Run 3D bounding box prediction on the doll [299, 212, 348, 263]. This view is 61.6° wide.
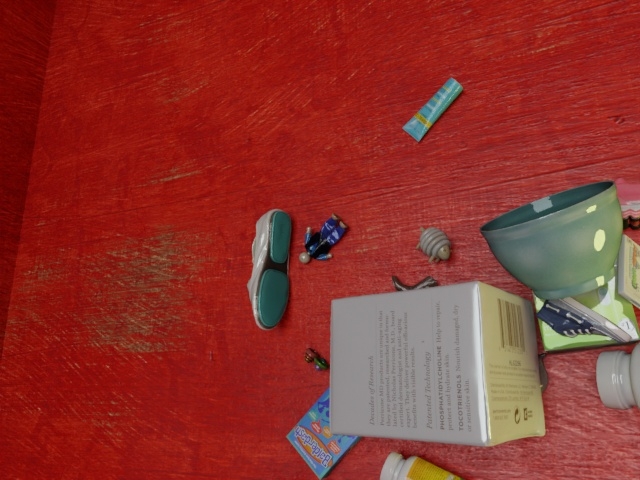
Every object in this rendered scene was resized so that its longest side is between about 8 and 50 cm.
[{"bbox_3d":[0.000,0.000,1.707,0.129,0.046,0.189,47,105,19],"label":"doll"}]

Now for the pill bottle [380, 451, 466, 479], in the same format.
[{"bbox_3d":[0.263,0.623,1.362,0.209,0.118,0.117,17,84,29],"label":"pill bottle"}]

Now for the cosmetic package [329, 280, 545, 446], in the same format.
[{"bbox_3d":[0.273,0.298,1.283,0.394,0.330,0.327,-13,70,39],"label":"cosmetic package"}]

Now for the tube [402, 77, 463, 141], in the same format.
[{"bbox_3d":[0.348,-0.404,1.654,0.207,0.052,0.080,-48,50,13],"label":"tube"}]

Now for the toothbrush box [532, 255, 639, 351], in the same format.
[{"bbox_3d":[0.632,0.123,1.319,0.206,0.122,0.283,-12,69,23],"label":"toothbrush box"}]

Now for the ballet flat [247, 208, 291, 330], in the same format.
[{"bbox_3d":[-0.173,0.095,1.735,0.139,0.139,0.399,-4,70,25],"label":"ballet flat"}]

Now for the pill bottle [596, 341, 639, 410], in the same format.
[{"bbox_3d":[0.776,0.298,1.139,0.319,0.176,0.176,-12,70,44],"label":"pill bottle"}]

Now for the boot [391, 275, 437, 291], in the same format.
[{"bbox_3d":[0.274,0.123,1.543,0.114,0.037,0.106,-32,77,19],"label":"boot"}]

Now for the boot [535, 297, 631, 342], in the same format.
[{"bbox_3d":[0.592,0.193,1.217,0.190,0.069,0.086,38,102,38],"label":"boot"}]

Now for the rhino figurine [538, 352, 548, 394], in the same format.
[{"bbox_3d":[0.508,0.356,1.339,0.106,0.073,0.243,10,83,35],"label":"rhino figurine"}]

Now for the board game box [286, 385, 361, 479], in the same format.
[{"bbox_3d":[0.024,0.547,1.541,0.160,0.047,0.210,42,97,29],"label":"board game box"}]

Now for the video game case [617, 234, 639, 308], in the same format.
[{"bbox_3d":[0.742,0.085,1.247,0.019,0.143,0.157,-30,35,53],"label":"video game case"}]

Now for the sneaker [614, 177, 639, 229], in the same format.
[{"bbox_3d":[0.851,-0.104,1.278,0.314,0.116,0.136,1,75,27],"label":"sneaker"}]

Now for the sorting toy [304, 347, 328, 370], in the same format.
[{"bbox_3d":[-0.015,0.366,1.605,0.042,0.061,0.102,-54,38,4],"label":"sorting toy"}]

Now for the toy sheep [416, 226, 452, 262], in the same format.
[{"bbox_3d":[0.322,0.007,1.527,0.091,0.091,0.132,-46,56,8],"label":"toy sheep"}]

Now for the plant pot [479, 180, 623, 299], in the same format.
[{"bbox_3d":[0.532,0.012,1.194,0.293,0.293,0.196,-22,93,19],"label":"plant pot"}]
